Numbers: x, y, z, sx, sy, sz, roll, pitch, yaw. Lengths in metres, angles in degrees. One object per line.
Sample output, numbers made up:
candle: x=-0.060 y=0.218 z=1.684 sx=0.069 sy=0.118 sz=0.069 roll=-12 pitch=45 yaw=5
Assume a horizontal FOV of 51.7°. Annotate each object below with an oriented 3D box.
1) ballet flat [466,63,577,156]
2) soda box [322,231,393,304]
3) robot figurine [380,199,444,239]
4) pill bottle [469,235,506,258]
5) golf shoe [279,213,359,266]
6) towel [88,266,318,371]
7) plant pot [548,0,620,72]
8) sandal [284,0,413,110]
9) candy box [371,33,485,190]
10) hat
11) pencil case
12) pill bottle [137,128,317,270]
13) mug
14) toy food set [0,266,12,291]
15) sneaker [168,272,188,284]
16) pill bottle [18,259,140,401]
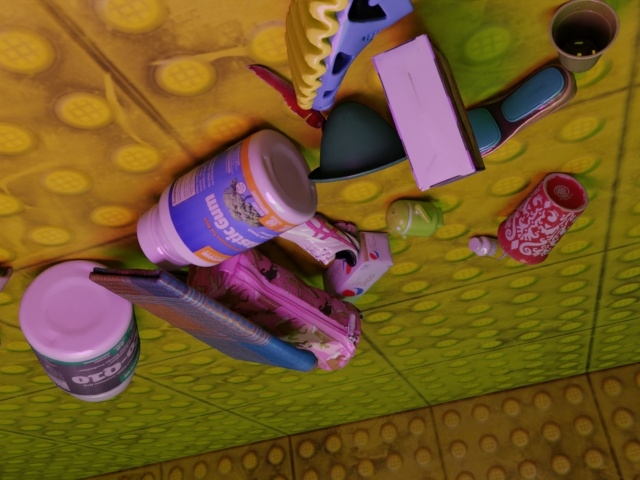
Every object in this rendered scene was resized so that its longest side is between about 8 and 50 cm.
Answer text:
ballet flat: x=0.280 y=-0.179 z=0.998 sx=0.232 sy=0.080 sz=0.073 roll=-27 pitch=163 yaw=35
soda box: x=0.074 y=0.063 z=1.404 sx=0.069 sy=0.074 sz=0.216 roll=4 pitch=151 yaw=-22
robot figurine: x=0.173 y=-0.042 z=1.236 sx=0.115 sy=0.067 sz=0.101 roll=4 pitch=163 yaw=-23
pill bottle: x=0.361 y=0.015 z=1.429 sx=0.083 sy=0.043 sz=0.043 roll=10 pitch=147 yaw=-32
golf shoe: x=0.000 y=0.000 z=1.248 sx=0.186 sy=0.086 sz=0.067 roll=12 pitch=148 yaw=-32
towel: x=-0.208 y=0.142 z=1.200 sx=0.271 sy=0.040 sz=0.370 roll=-2 pitch=149 yaw=47
plant pot: x=0.341 y=-0.259 z=0.865 sx=0.083 sy=0.083 sz=0.079 roll=-16 pitch=164 yaw=13
sandal: x=0.042 y=-0.258 z=0.725 sx=0.138 sy=0.126 sz=0.317 roll=-4 pitch=154 yaw=-18
candy box: x=0.143 y=-0.153 z=0.829 sx=0.070 sy=0.164 sz=0.196 roll=-20 pitch=180 yaw=19
hat: x=0.037 y=-0.193 z=0.951 sx=0.173 sy=0.183 sz=0.208 roll=-12 pitch=-165 yaw=20
pencil case: x=-0.082 y=0.122 z=1.302 sx=0.167 sy=0.160 sz=0.386 roll=-36 pitch=130 yaw=25
pill bottle: x=-0.153 y=-0.049 z=1.031 sx=0.272 sy=0.152 sz=0.152 roll=-25 pitch=149 yaw=28
mug: x=0.436 y=-0.057 z=1.281 sx=0.113 sy=0.150 sz=0.169 roll=29 pitch=146 yaw=6
toy food set: x=-0.736 y=0.096 z=1.163 sx=0.219 sy=0.092 sz=0.306 roll=-51 pitch=141 yaw=10
sneaker: x=-0.282 y=0.110 z=1.419 sx=0.071 sy=0.066 sz=0.188 roll=-11 pitch=153 yaw=43
pill bottle: x=-0.481 y=0.204 z=1.369 sx=0.204 sy=0.204 sz=0.361 roll=-2 pitch=153 yaw=-12
